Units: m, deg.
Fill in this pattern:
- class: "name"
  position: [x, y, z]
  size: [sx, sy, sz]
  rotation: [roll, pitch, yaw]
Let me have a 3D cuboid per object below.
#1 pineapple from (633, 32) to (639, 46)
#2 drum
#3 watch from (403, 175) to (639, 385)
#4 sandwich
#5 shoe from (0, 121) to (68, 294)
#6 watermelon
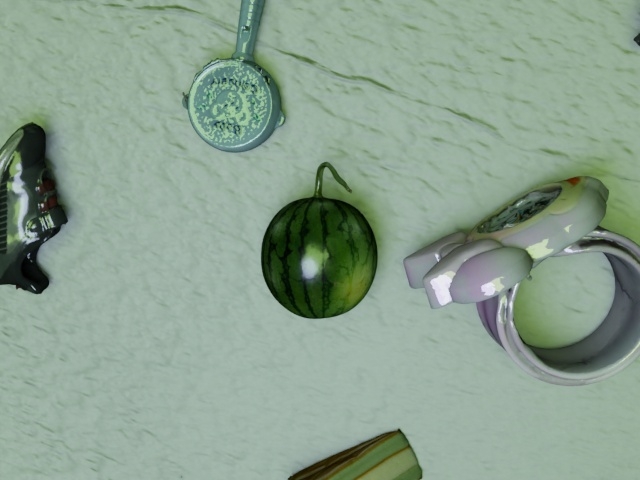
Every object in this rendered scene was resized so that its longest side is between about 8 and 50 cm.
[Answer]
- class: "pineapple"
  position: [0.430, -0.363, 0.966]
  size: [0.170, 0.141, 0.310]
  rotation: [12, 104, 1]
- class: "drum"
  position: [-0.077, -0.228, 1.076]
  size: [0.130, 0.049, 0.253]
  rotation: [27, 98, 4]
- class: "watch"
  position: [0.257, 0.066, 1.003]
  size: [0.248, 0.211, 0.217]
  rotation: [-30, 100, 0]
- class: "sandwich"
  position: [0.041, 0.311, 1.082]
  size: [0.163, 0.113, 0.079]
  rotation: [-24, 92, 8]
- class: "shoe"
  position: [-0.374, -0.032, 1.115]
  size: [0.112, 0.099, 0.227]
  rotation: [24, 102, -3]
- class: "watermelon"
  position: [0.000, 0.000, 1.046]
  size: [0.141, 0.141, 0.187]
  rotation: [4, 93, 7]
